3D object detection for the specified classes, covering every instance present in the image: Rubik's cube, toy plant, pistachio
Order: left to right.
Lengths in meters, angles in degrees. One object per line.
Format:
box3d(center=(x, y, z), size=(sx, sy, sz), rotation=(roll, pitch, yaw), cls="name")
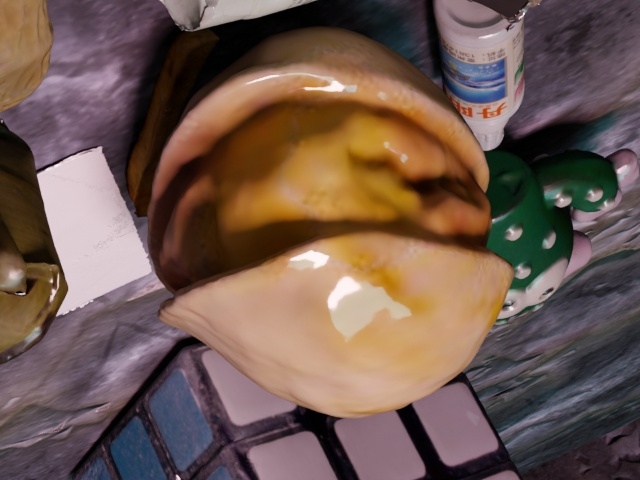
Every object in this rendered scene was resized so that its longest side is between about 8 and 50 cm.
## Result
box3d(center=(-0.016, 0.265, 1.378), size=(0.303, 0.301, 0.305), rotation=(-11, 153, -40), cls="Rubik's cube")
box3d(center=(0.000, 0.000, 0.876), size=(0.230, 0.230, 0.309), rotation=(-28, 164, 1), cls="pistachio")
box3d(center=(0.152, 0.005, 1.228), size=(0.232, 0.112, 0.243), rotation=(-12, 150, -24), cls="toy plant")

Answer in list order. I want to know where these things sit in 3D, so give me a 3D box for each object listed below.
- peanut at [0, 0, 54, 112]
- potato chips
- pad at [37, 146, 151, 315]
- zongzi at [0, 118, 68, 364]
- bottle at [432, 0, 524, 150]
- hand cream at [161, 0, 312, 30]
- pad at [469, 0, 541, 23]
box3d(center=(-0.176, -0.107, 0.586), size=(0.093, 0.083, 0.194), rotation=(-41, 155, 7), cls="peanut")
box3d(center=(-0.096, -0.066, 0.873), size=(0.037, 0.026, 0.204), rotation=(-23, 159, -25), cls="potato chips")
box3d(center=(-0.200, 0.015, 0.968), size=(0.156, 0.004, 0.232), rotation=(-25, 160, -8), cls="pad")
box3d(center=(-0.328, 0.025, 0.604), size=(0.323, 0.160, 0.360), rotation=(-33, 160, 11), cls="zongzi")
box3d(center=(0.111, -0.114, 0.966), size=(0.060, 0.060, 0.217), rotation=(-27, 159, 0), cls="bottle")
box3d(center=(0.011, -0.157, 0.757), size=(0.205, 0.050, 0.078), rotation=(-21, 159, -29), cls="hand cream")
box3d(center=(0.040, -0.190, 0.605), size=(0.233, 0.022, 0.174), rotation=(19, 138, -23), cls="pad")
